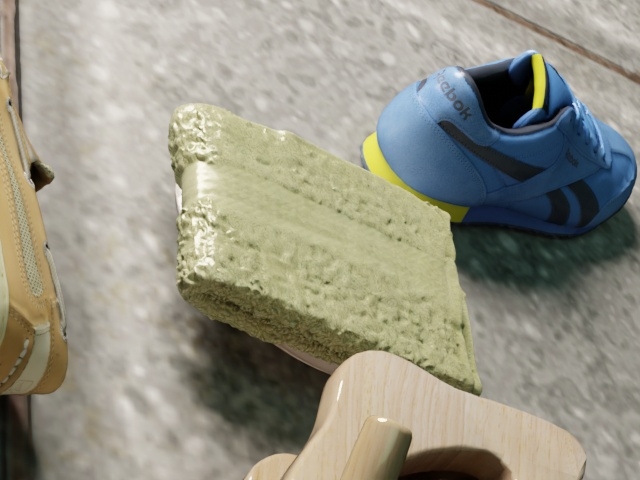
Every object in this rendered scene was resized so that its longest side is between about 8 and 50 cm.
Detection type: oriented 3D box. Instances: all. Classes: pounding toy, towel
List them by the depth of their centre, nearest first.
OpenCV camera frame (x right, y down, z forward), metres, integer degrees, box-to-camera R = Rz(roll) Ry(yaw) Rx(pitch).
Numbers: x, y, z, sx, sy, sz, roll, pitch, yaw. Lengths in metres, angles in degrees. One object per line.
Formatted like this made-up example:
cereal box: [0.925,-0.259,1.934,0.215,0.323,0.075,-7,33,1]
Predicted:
pounding toy: [0.041,0.130,0.466,0.154,0.155,0.269,36,34,-4]
towel: [0.003,0.007,0.648,0.148,0.027,0.110,23,41,-30]

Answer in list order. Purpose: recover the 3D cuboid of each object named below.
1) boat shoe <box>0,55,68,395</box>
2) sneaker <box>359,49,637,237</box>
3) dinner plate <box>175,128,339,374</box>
boat shoe: [-0.128,-0.029,0.558,0.072,0.068,0.190,21,48,-49]
sneaker: [0.114,-0.052,0.811,0.209,0.082,0.069,1,50,-47]
dinner plate: [0.000,0.000,0.693,0.141,0.017,0.141,26,39,-23]
